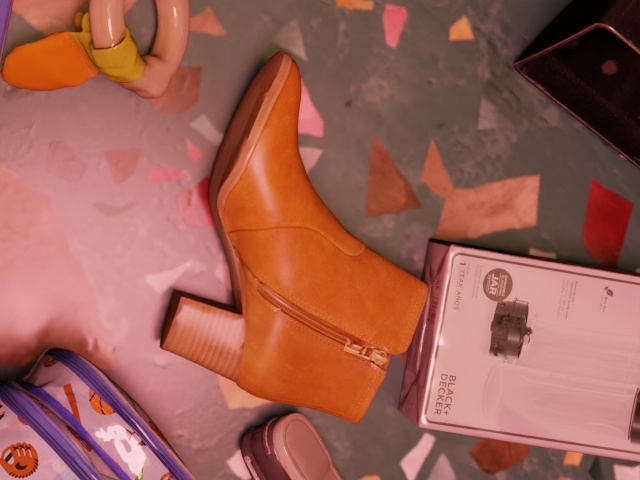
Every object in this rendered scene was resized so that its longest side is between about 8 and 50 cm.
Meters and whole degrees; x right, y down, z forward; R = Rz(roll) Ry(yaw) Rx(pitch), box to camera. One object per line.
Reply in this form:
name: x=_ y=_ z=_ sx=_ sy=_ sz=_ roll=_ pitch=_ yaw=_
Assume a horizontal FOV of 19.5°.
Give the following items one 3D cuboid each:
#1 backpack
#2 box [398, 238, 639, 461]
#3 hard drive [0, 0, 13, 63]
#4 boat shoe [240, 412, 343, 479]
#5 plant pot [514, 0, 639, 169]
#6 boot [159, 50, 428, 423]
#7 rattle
backpack: x=-0.213 y=0.218 z=1.523 sx=0.276 sy=0.263 sz=0.213 roll=43 pitch=85 yaw=-9
box: x=0.230 y=0.104 z=1.687 sx=0.290 sy=0.087 sz=0.169 roll=9 pitch=92 yaw=-11
hard drive: x=-0.349 y=-0.297 z=1.570 sx=0.210 sy=0.040 sz=0.319 roll=11 pitch=92 yaw=-8
boat shoe: x=-0.008 y=0.251 z=1.678 sx=0.065 sy=0.075 sz=0.206 roll=-16 pitch=106 yaw=34
plant pot: x=0.317 y=-0.178 z=1.644 sx=0.187 sy=0.188 sz=0.167 roll=36 pitch=76 yaw=-11
boot: x=0.000 y=0.001 z=1.636 sx=0.211 sy=0.104 sz=0.295 roll=18 pitch=97 yaw=-13
rattle: x=-0.179 y=-0.224 z=1.618 sx=0.130 sy=0.142 sz=0.200 roll=18 pitch=73 yaw=-43
